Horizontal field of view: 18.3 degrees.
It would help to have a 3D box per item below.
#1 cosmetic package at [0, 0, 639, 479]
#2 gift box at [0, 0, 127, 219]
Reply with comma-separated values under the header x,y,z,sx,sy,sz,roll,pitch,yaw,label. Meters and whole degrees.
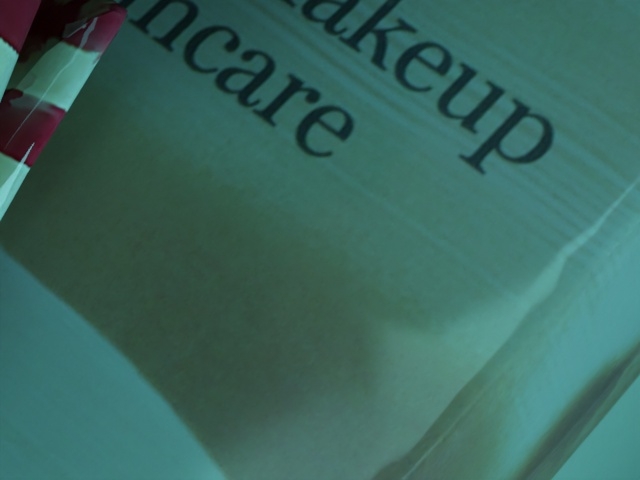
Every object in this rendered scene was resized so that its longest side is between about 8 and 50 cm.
x,y,z,sx,sy,sz,roll,pitch,yaw,label
0.000,0.000,0.412,0.153,0.129,0.296,35,72,25,cosmetic package
-0.155,-0.105,0.274,0.255,0.258,0.276,22,81,25,gift box
